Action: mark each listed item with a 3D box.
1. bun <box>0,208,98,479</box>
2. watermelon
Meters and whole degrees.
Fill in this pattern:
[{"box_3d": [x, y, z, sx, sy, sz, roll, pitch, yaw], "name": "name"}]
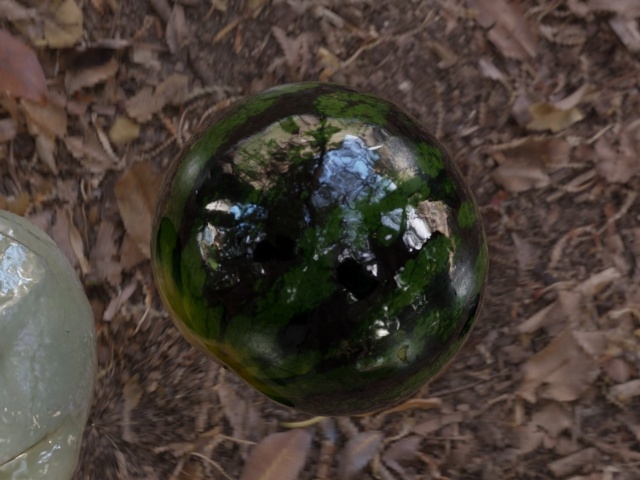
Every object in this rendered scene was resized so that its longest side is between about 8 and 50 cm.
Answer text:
[{"box_3d": [-0.358, 0.101, 1.007, 0.365, 0.219, 0.365, -1, 59, 2], "name": "bun"}, {"box_3d": [-0.004, 0.002, 0.955, 0.269, 0.269, 0.269, 2, 81, -10], "name": "watermelon"}]
